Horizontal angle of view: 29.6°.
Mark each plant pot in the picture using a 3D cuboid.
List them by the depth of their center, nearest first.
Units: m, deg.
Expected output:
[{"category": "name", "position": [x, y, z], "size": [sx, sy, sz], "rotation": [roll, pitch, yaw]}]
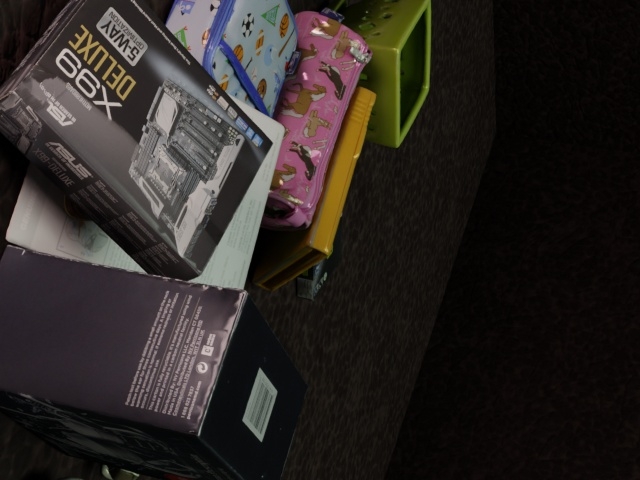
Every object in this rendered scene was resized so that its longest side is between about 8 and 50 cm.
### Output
[{"category": "plant pot", "position": [0.086, -0.340, 2.337], "size": [0.227, 0.207, 0.228], "rotation": [-61, 155, -47]}]

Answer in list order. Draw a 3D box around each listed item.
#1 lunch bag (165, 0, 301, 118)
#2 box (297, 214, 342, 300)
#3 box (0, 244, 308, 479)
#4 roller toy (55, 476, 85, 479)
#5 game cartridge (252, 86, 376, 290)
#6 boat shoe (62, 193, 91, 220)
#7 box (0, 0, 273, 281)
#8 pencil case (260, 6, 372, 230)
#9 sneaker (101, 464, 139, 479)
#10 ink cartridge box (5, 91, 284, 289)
[{"category": "lunch bag", "position": [-0.131, -0.285, 1.839], "size": [0.303, 0.114, 0.243], "rotation": [57, 48, -65]}, {"category": "box", "position": [0.000, 0.000, 2.542], "size": [0.184, 0.045, 0.191], "rotation": [-51, 148, -53]}, {"category": "box", "position": [-0.216, 0.176, 1.497], "size": [0.343, 0.312, 0.179], "rotation": [64, 40, -62]}, {"category": "roller toy", "position": [-0.324, 0.415, 1.577], "size": [0.191, 0.146, 0.209], "rotation": [-54, 157, -36]}, {"category": "game cartridge", "position": [-0.011, -0.088, 2.189], "size": [0.285, 0.052, 0.324], "rotation": [-33, -146, 62]}, {"category": "boat shoe", "position": [-0.235, -0.060, 1.498], "size": [0.178, 0.060, 0.064], "rotation": [-10, 100, -46]}, {"category": "box", "position": [-0.219, -0.133, 1.441], "size": [0.307, 0.076, 0.242], "rotation": [48, 45, -24]}, {"category": "pencil case", "position": [-0.039, -0.201, 2.060], "size": [0.167, 0.160, 0.386], "rotation": [-22, -136, 60]}, {"category": "sneaker", "position": [-0.262, 0.311, 1.726], "size": [0.086, 0.064, 0.192], "rotation": [-59, -162, -21]}, {"category": "ink cartridge box", "position": [-0.234, -0.080, 1.606], "size": [0.385, 0.091, 0.308], "rotation": [26, 74, -43]}]
